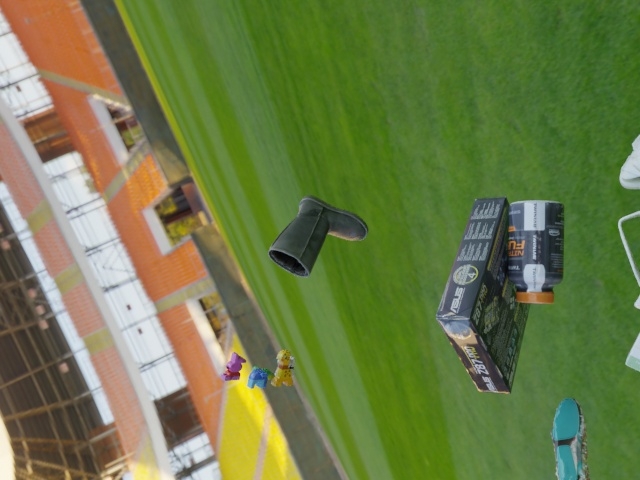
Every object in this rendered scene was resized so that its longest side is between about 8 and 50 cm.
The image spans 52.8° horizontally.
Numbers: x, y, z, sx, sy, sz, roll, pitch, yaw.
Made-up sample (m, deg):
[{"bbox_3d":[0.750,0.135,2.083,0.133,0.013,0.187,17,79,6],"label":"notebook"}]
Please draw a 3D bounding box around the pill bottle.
[{"bbox_3d":[0.521,0.031,1.559,0.130,0.131,0.245,158,115,-81],"label":"pill bottle"}]

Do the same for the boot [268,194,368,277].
[{"bbox_3d":[0.000,0.002,1.433,0.208,0.190,0.076,-68,1,-52],"label":"boot"}]

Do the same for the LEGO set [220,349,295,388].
[{"bbox_3d":[-0.129,0.319,1.649,0.087,0.227,0.093,18,98,47],"label":"LEGO set"}]

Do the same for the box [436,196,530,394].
[{"bbox_3d":[0.435,0.137,1.628,0.097,0.394,0.318,-2,137,35],"label":"box"}]

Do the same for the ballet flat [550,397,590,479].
[{"bbox_3d":[0.626,0.514,1.602,0.077,0.091,0.240,41,-132,-29],"label":"ballet flat"}]

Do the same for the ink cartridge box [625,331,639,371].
[{"bbox_3d":[0.545,0.103,0.864,0.171,0.056,0.234,27,115,28],"label":"ink cartridge box"}]

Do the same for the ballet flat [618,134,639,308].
[{"bbox_3d":[0.567,-0.066,1.079,0.139,0.139,0.399,132,139,-80],"label":"ballet flat"}]
